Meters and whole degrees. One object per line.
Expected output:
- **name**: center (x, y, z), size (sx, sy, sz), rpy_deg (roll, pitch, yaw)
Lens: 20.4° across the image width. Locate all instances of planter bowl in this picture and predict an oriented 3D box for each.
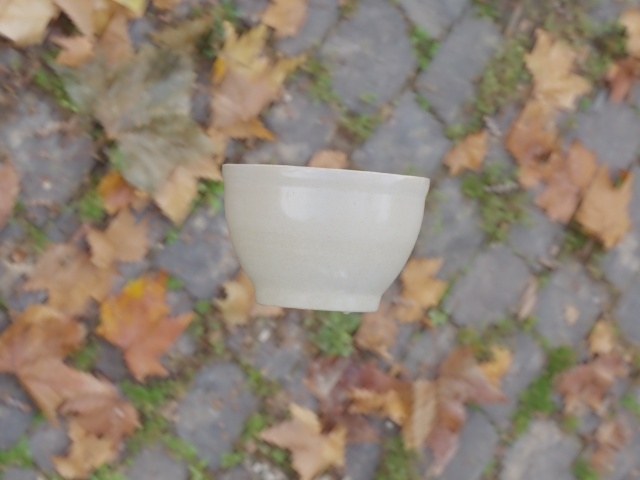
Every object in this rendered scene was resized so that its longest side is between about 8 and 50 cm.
- **planter bowl**: center (0.000, 0.000, 1.379), size (0.162, 0.162, 0.109), rpy_deg (4, 91, -38)
